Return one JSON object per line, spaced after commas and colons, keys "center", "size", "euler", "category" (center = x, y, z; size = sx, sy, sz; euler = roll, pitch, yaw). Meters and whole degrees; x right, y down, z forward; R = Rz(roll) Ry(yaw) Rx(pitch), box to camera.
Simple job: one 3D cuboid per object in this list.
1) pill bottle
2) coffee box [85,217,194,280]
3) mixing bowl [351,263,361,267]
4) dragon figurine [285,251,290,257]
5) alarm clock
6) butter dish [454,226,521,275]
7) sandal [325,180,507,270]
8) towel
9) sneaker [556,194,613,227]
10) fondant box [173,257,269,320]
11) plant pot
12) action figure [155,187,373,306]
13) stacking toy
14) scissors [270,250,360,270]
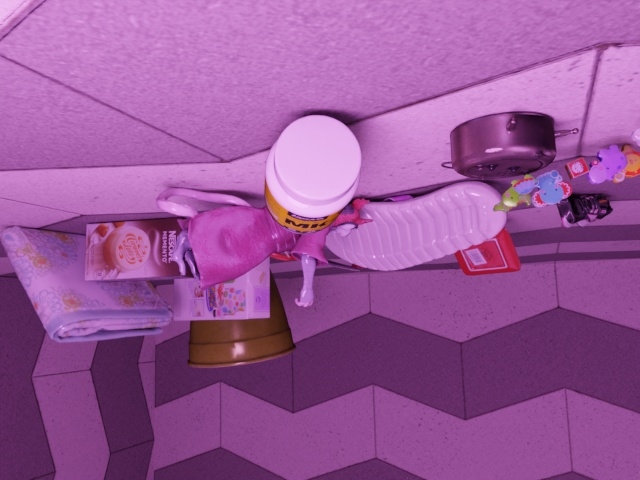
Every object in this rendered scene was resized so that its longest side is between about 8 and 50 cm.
{"center": [-0.013, -0.080, 0.725], "size": [0.119, 0.119, 0.208], "euler": [-1, 172, -6], "category": "pill bottle"}
{"center": [-0.424, 0.025, 1.336], "size": [0.246, 0.141, 0.098], "euler": [-4, 172, 11], "category": "coffee box"}
{"center": [0.176, 0.024, 1.597], "size": [0.181, 0.098, 0.181], "euler": [-2, 173, 0], "category": "mixing bowl"}
{"center": [-0.205, 0.007, 1.440], "size": [0.289, 0.085, 0.144], "euler": [0, 174, 12], "category": "dragon figurine"}
{"center": [0.227, -0.115, 0.742], "size": [0.129, 0.064, 0.192], "euler": [2, 175, -24], "category": "alarm clock"}
{"center": [0.435, 0.001, 1.467], "size": [0.160, 0.118, 0.160], "euler": [-9, 127, 34], "category": "butter dish"}
{"center": [0.183, -0.033, 1.138], "size": [0.416, 0.169, 0.102], "euler": [-8, -150, 38], "category": "sandal"}
{"center": [-0.582, 0.112, 1.424], "size": [0.090, 0.320, 0.374], "euler": [-50, 155, 14], "category": "towel"}
{"center": [0.545, -0.072, 1.150], "size": [0.077, 0.072, 0.178], "euler": [-24, 167, 40], "category": "sneaker"}
{"center": [-0.300, 0.117, 1.667], "size": [0.330, 0.238, 0.096], "euler": [-7, 170, 39], "category": "fondant box"}
{"center": [-0.283, 0.215, 1.893], "size": [0.366, 0.353, 0.366], "euler": [-7, 179, 0], "category": "plant pot"}
{"center": [-0.085, -0.033, 1.056], "size": [0.370, 0.275, 0.248], "euler": [-19, -156, -5], "category": "action figure"}
{"center": [0.349, -0.082, 0.764], "size": [0.221, 0.052, 0.167], "euler": [-23, 172, 13], "category": "stacking toy"}
{"center": [-0.031, 0.053, 1.518], "size": [0.297, 0.021, 0.109], "euler": [22, -159, -5], "category": "scissors"}
